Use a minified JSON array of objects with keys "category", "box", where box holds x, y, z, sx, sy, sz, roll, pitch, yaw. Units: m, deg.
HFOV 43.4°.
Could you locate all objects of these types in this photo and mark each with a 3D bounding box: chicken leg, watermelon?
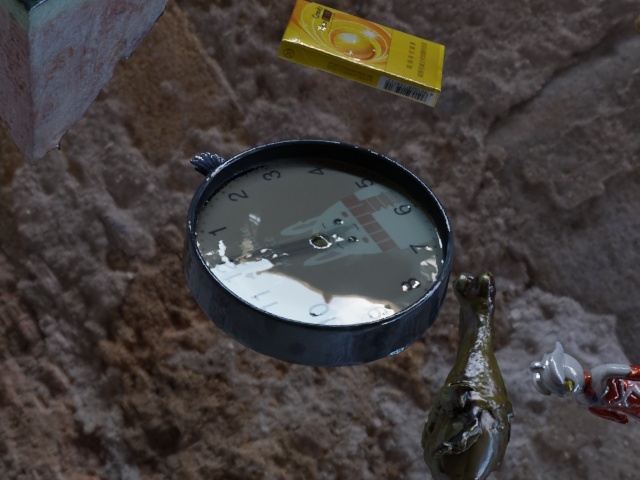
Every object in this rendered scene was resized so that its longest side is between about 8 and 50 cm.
[{"category":"chicken leg","box":[0.255,0.248,1.337,0.211,0.140,0.361,87,17,-50]},{"category":"watermelon","box":[-0.357,-0.255,0.950,0.250,0.283,0.292,28,75,-69]}]

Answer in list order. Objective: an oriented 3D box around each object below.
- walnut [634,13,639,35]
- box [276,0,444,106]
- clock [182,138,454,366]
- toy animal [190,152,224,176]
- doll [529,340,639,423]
[{"category":"walnut","box":[0.634,-0.314,1.223,0.221,0.269,0.243,70,9,-48]},{"category":"box","box":[0.073,-0.316,1.339,0.270,0.043,0.152,17,42,-5]},{"category":"clock","box":[0.000,0.000,1.124,0.076,0.387,0.386,99,-23,-45]},{"category":"toy animal","box":[-0.103,-0.077,1.267,0.220,0.062,0.108,38,43,-14]},{"category":"doll","box":[0.597,0.302,1.599,0.384,0.188,0.099,19,46,-2]}]
